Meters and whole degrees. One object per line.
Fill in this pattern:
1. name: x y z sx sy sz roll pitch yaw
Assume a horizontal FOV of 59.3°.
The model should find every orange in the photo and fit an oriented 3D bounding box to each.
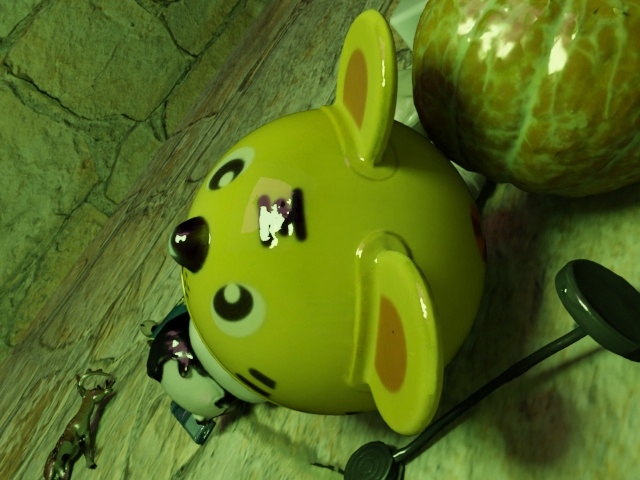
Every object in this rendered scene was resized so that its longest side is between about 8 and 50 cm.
1. orange: 0.259 -0.183 0.625 0.329 0.328 0.249 -106 17 -58

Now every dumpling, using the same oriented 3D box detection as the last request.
1. dumpling: 0.155 -0.206 0.943 0.204 0.163 0.293 -25 21 20

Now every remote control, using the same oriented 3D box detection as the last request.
1. remote control: -0.234 0.314 0.999 0.044 0.027 0.152 -53 30 -17

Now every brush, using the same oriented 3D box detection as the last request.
1. brush: -0.342 0.209 1.269 0.039 0.042 0.299 -18 9 -36

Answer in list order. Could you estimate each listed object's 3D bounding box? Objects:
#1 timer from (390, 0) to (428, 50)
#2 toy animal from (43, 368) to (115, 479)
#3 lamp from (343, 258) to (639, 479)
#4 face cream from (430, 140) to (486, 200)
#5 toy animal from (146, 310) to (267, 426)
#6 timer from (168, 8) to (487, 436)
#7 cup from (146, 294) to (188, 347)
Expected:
1. timer: 0.274 -0.404 0.989 0.192 0.195 0.194 -4 50 53
2. toy animal: -0.549 0.425 1.248 0.244 0.087 0.260 -51 31 -8
3. lamp: 0.148 0.145 0.576 0.371 0.108 0.130 -34 27 27
4. face cream: 0.223 -0.152 0.848 0.101 0.102 0.346 -4 51 53
5. toy animal: -0.136 0.165 0.874 0.235 0.187 0.165 -29 21 32
6. timer: 0.018 0.007 0.597 0.376 0.375 0.387 -60 1 -20
7. cup: -0.217 0.167 1.073 0.176 0.131 0.155 13 57 26
